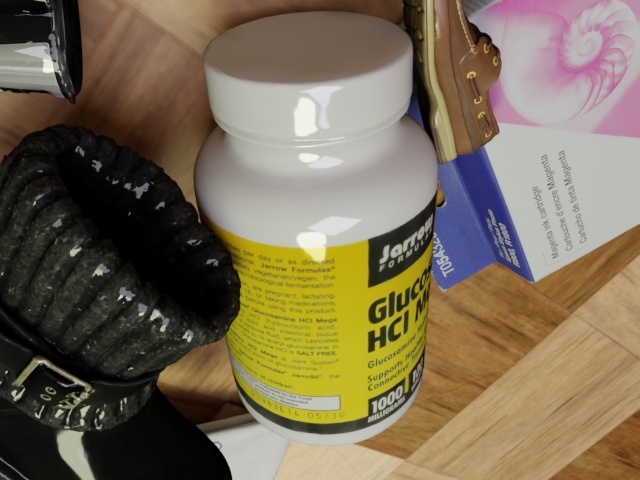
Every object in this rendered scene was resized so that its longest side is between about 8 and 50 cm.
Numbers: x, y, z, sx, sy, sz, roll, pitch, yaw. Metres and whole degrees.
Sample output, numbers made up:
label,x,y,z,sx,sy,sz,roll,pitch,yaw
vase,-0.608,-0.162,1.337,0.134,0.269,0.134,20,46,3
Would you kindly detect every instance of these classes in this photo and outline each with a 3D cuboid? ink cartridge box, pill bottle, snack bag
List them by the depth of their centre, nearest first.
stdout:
label,x,y,z,sx,sy,sz,roll,pitch,yaw
pill bottle,0.000,0.000,0.503,0.187,0.188,0.334,-12,128,-10
ink cartridge box,0.218,-0.107,0.575,0.330,0.071,0.324,-32,129,5
snack bag,-0.196,0.348,0.742,0.323,0.037,0.343,-4,128,-37

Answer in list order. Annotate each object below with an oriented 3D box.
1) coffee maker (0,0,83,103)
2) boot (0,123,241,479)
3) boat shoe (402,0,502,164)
label,x,y,z,sx,sy,sz,roll,pitch,yaw
coffee maker,-0.240,-0.162,0.347,0.178,0.120,0.171,-8,127,-14
boot,-0.137,0.107,0.460,0.260,0.131,0.348,-37,119,21
boat shoe,0.099,-0.134,0.442,0.060,0.064,0.178,-16,139,7
